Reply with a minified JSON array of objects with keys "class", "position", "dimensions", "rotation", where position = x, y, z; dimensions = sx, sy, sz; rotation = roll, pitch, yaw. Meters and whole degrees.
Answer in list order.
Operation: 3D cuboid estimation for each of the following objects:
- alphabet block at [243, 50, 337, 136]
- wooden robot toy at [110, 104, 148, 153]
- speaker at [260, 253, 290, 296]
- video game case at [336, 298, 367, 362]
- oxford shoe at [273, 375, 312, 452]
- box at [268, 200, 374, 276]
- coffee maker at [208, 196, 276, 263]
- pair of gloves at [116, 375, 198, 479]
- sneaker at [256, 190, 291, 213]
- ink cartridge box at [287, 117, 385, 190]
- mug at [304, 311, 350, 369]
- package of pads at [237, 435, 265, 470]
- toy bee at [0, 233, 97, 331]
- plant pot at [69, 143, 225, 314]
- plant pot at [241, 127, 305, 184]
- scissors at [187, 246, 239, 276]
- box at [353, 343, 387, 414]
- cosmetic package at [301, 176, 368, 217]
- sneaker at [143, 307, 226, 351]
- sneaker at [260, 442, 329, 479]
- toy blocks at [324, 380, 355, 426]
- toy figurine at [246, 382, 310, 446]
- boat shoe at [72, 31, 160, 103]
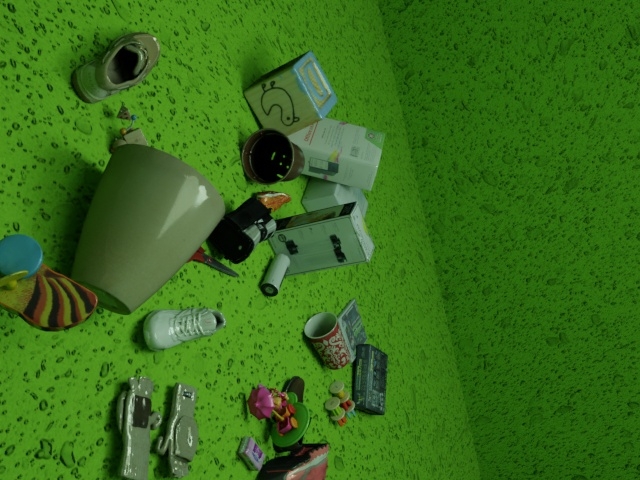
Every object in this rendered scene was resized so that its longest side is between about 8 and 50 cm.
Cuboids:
[{"class":"alphabet block","position":[-0.091,-0.457,1.990],"dimensions":[0.192,0.197,0.193],"rotation":[59,30,-18]},{"class":"wooden robot toy","position":[-0.425,-0.206,1.387],"dimensions":[0.079,0.076,0.173],"rotation":[-34,115,-26]},{"class":"speaker","position":[-0.132,0.100,1.853],"dimensions":[0.055,0.055,0.136],"rotation":[62,29,-30]},{"class":"video game case","position":[0.115,0.331,2.311],"dimensions":[0.190,0.022,0.173],"rotation":[-41,116,-62]},{"class":"oxford shoe","position":[-0.062,0.490,1.784],"dimensions":[0.083,0.096,0.227],"rotation":[51,35,-42]},{"class":"box","position":[0.000,0.000,1.897],"dimensions":[0.169,0.289,0.087],"rotation":[66,28,-23]},{"class":"coffee maker","position":[-0.213,-0.048,1.663],"dimensions":[0.171,0.120,0.178],"rotation":[65,24,-12]},{"class":"pair of gloves","position":[-0.339,0.392,1.306],"dimensions":[0.240,0.042,0.204],"rotation":[34,46,-59]},{"class":"sneaker","position":[-0.149,-0.118,1.927],"dimensions":[0.175,0.064,0.068],"rotation":[-12,110,-60]},{"class":"ink cartridge box","position":[0.030,-0.315,2.167],"dimensions":[0.119,0.353,0.207],"rotation":[104,2,-45]},{"class":"mug","position":[0.034,0.319,2.046],"dimensions":[0.150,0.113,0.169],"rotation":[-69,143,-47]},{"class":"package of pads","position":[-0.176,0.541,1.594],"dimensions":[0.083,0.031,0.050],"rotation":[62,31,-31]},{"class":"toy bee","position":[-0.514,0.062,0.986],"dimensions":[0.162,0.298,0.195],"rotation":[-51,168,-26]},{"class":"plant pot","position":[-0.363,-0.002,1.235],"dimensions":[0.256,0.256,0.274],"rotation":[52,52,-43]},{"class":"plant pot","position":[-0.131,-0.247,1.900],"dimensions":[0.165,0.166,0.167],"rotation":[-7,86,-72]},{"class":"scissors","position":[-0.295,0.052,1.578],"dimensions":[0.297,0.021,0.109],"rotation":[54,32,-44]},{"class":"box","position":[0.186,0.514,2.312],"dimensions":[0.183,0.059,0.233],"rotation":[40,50,-56]},{"class":"cosmetic package","position":[0.057,-0.136,2.260],"dimensions":[0.225,0.138,0.224],"rotation":[59,31,-33]},{"class":"sneaker","position":[-0.295,0.185,1.398],"dimensions":[0.232,0.115,0.091],"rotation":[-12,90,-65]},{"class":"sneaker","position":[-0.052,0.649,1.712],"dimensions":[0.313,0.115,0.136],"rotation":[7,75,-64]},{"class":"toy blocks","position":[0.073,0.561,2.083],"dimensions":[0.148,0.054,0.123],"rotation":[64,28,-29]},{"class":"toy figurine","position":[-0.128,0.437,1.673],"dimensions":[0.159,0.130,0.173],"rotation":[48,15,-32]},{"class":"boat shoe","position":[-0.426,-0.397,1.398],"dimensions":[0.109,0.098,0.302],"rotation":[66,28,-25]}]
